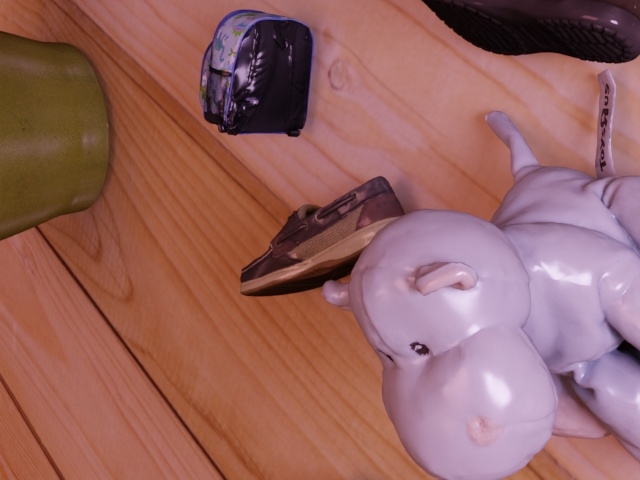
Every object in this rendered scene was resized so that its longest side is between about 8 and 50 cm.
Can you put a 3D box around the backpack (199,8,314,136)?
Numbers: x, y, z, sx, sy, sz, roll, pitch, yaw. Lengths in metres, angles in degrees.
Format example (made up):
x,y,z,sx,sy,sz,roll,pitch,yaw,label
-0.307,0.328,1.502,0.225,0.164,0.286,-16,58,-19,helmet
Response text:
x,y,z,sx,sy,sz,roll,pitch,yaw,label
-0.065,-0.166,1.003,0.084,0.105,0.114,28,114,44,backpack

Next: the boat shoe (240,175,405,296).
x,y,z,sx,sy,sz,roll,pitch,yaw,label
0.000,0.000,0.985,0.223,0.080,0.073,-24,74,46,boat shoe

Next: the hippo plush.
x,y,z,sx,sy,sz,roll,pitch,yaw,label
0.149,0.035,0.666,0.234,0.237,0.294,-17,85,52,hippo plush

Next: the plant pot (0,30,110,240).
x,y,z,sx,sy,sz,roll,pitch,yaw,label
-0.482,-0.136,1.337,0.366,0.353,0.366,16,110,49,plant pot

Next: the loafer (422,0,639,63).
x,y,z,sx,sy,sz,roll,pitch,yaw,label
0.158,-0.183,0.754,0.220,0.080,0.078,26,85,48,loafer
